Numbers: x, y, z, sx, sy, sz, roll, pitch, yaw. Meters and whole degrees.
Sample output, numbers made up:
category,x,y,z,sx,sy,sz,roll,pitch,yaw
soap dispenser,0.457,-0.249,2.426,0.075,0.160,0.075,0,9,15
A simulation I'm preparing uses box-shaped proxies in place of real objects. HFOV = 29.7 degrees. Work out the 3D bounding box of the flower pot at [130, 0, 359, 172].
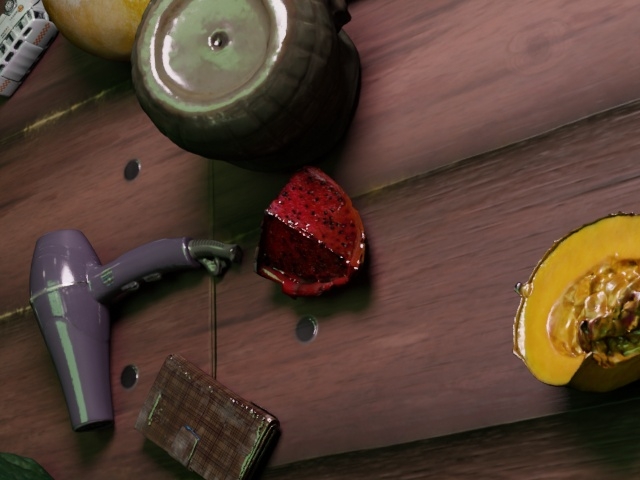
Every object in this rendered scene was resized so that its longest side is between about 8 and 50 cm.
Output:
category,x,y,z,sx,sy,sz,roll,pitch,yaw
flower pot,-0.097,-0.249,1.601,0.301,0.213,0.302,-5,76,20

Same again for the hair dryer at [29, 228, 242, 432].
category,x,y,z,sx,sy,sz,roll,pitch,yaw
hair dryer,-0.263,0.088,1.743,0.361,0.121,0.301,-24,69,25

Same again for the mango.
category,x,y,z,sx,sy,sz,roll,pitch,yaw
mango,-0.287,-0.377,1.854,0.384,0.199,0.222,27,86,32

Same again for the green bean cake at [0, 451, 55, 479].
category,x,y,z,sx,sy,sz,roll,pitch,yaw
green bean cake,-0.459,0.422,1.645,0.308,0.300,0.169,38,100,40

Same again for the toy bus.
category,x,y,z,sx,sy,sz,roll,pitch,yaw
toy bus,-0.536,-0.343,2.119,0.194,0.087,0.089,-48,58,16

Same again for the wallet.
category,x,y,z,sx,sy,sz,roll,pitch,yaw
wallet,-0.157,0.247,1.628,0.230,0.042,0.124,25,89,41

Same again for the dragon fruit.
category,x,y,z,sx,sy,sz,roll,pitch,yaw
dragon fruit,-0.001,0.001,1.569,0.161,0.121,0.127,32,54,17

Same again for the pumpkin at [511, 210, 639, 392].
category,x,y,z,sx,sy,sz,roll,pitch,yaw
pumpkin,0.327,0.038,1.275,0.278,0.111,0.163,-52,34,15
